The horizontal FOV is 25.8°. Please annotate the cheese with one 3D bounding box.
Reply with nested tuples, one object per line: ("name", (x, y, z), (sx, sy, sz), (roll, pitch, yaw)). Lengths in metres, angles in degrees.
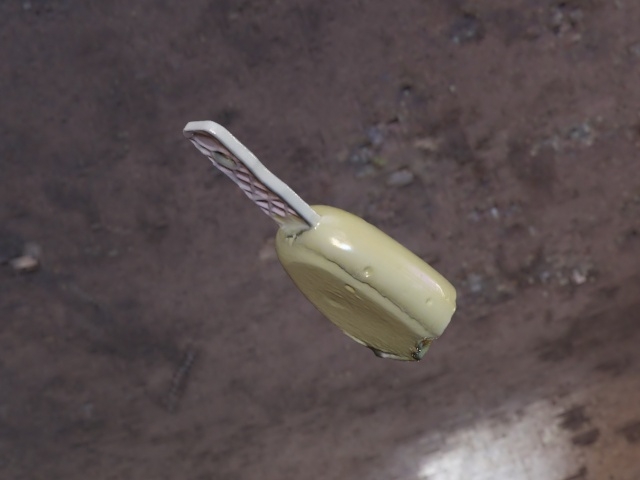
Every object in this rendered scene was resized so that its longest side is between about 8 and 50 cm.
("cheese", (0.000, 0.000, 0.974), (0.127, 0.050, 0.255), (6, 150, 51))
